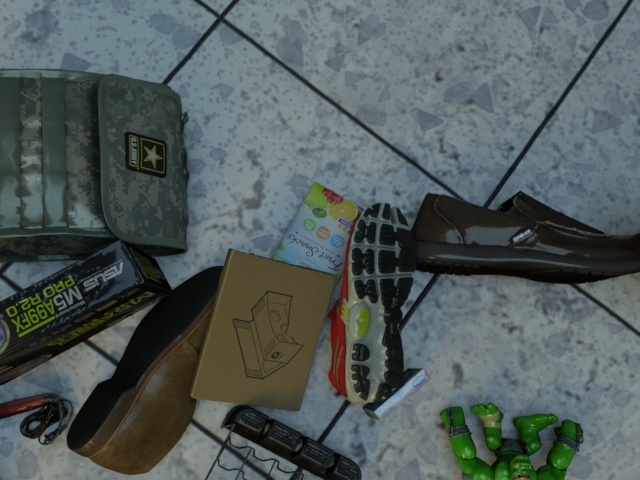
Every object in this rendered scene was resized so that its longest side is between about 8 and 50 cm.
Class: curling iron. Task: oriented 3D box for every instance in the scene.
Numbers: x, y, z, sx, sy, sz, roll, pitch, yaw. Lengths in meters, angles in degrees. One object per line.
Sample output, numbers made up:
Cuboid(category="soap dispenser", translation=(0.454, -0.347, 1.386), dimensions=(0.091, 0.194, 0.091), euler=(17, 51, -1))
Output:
Cuboid(category="curling iron", translation=(-0.468, 0.252, 0.942), dimensions=(0.274, 0.035, 0.068), euler=(-7, 82, -9))

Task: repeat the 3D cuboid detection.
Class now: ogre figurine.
Cuboid(category="ogre figurine", translation=(0.271, 0.299, 1.003), dimensions=(0.197, 0.097, 0.118), euler=(16, 60, -19))

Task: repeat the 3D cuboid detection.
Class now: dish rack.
Cuboid(category="dish rack", translation=(-0.079, 0.367, 0.922), dimensions=(0.208, 0.074, 0.271), euler=(28, 64, -1))

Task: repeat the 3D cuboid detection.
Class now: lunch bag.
Cuboid(category="lunch bag", translation=(-0.316, -0.095, 0.957), dimensions=(0.287, 0.169, 0.235), euler=(-2, 77, -15))

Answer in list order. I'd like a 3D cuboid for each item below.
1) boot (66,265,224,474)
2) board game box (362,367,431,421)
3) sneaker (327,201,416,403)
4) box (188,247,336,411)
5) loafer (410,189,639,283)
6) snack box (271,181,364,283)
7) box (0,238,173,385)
Cuboid(category="boot", translation=(-0.203, 0.173, 0.975), dimensions=(0.115, 0.112, 0.305), euler=(45, 71, -30))
Cuboid(category="board game box", translation=(0.104, 0.213, 0.993), dimensions=(0.090, 0.090, 0.020), euler=(-38, 87, -12))
Cuboid(category="sneaker", translation=(0.053, 0.082, 0.994), dimensions=(0.107, 0.118, 0.279), euler=(14, 79, -27))
Cuboid(category="box", translation=(-0.075, 0.125, 0.970), dimensions=(0.164, 0.021, 0.201), euler=(15, 91, -28))
Cuboid(category="loafer", translation=(0.307, -0.012, 1.034), dimensions=(0.366, 0.134, 0.130), euler=(5, 80, -7))
Cuboid(category="snack box", translation=(0.000, 0.000, 1.043), dimensions=(0.100, 0.037, 0.141), euler=(30, 79, -1))
Cuboid(category="box", translation=(-0.330, 0.098, 0.884), dimensions=(0.270, 0.216, 0.060), euler=(-28, 84, -7))
